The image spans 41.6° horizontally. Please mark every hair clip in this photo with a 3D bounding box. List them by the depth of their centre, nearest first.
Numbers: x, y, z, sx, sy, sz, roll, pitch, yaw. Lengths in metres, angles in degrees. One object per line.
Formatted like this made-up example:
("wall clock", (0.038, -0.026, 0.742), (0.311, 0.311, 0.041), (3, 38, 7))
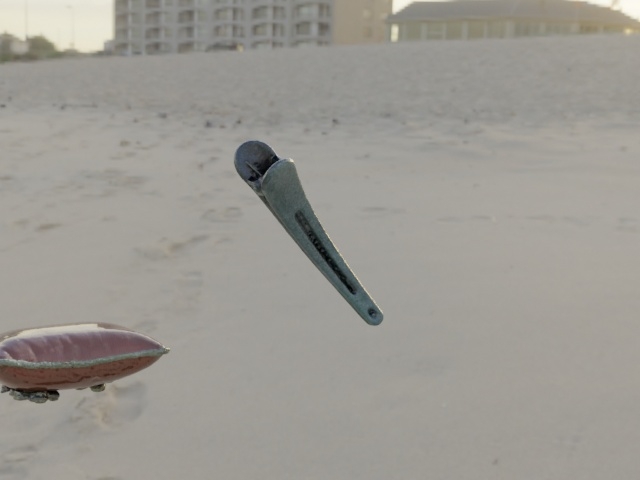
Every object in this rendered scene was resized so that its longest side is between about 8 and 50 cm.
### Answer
("hair clip", (0.000, 0.000, 0.787), (0.039, 0.229, 0.070), (-44, 37, -9))

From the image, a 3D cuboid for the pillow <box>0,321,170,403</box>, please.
("pillow", (-0.270, 0.127, 0.898), (0.179, 0.075, 0.171), (-5, 0, -28))
